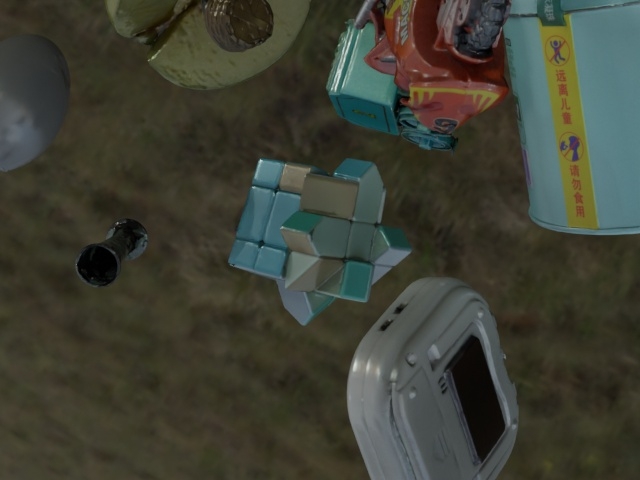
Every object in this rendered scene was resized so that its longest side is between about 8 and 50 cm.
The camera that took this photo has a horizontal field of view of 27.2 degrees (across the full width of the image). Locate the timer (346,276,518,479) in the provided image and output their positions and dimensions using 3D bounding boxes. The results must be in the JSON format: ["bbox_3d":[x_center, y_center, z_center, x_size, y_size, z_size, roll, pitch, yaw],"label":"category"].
[{"bbox_3d":[0.134,0.184,1.481,0.087,0.237,0.262,3,124,38],"label":"timer"}]

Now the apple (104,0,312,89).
[{"bbox_3d":[-0.174,-0.380,1.931,0.295,0.258,0.233,40,-164,-31],"label":"apple"}]

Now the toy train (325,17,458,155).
[{"bbox_3d":[0.093,-0.180,1.538,0.163,0.112,0.203,15,173,8],"label":"toy train"}]

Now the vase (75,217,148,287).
[{"bbox_3d":[-0.270,0.015,1.725,0.059,0.059,0.167,30,-167,-1],"label":"vase"}]

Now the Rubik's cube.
[{"bbox_3d":[0.000,0.000,2.025,0.213,0.265,0.224,13,176,41],"label":"Rubik's cube"}]

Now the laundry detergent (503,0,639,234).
[{"bbox_3d":[0.343,-0.191,1.426,0.287,0.287,0.305,8,113,52],"label":"laundry detergent"}]

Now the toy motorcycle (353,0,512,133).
[{"bbox_3d":[0.096,-0.190,1.147,0.089,0.171,0.298,-5,-160,-11],"label":"toy motorcycle"}]

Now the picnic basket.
[{"bbox_3d":[-0.093,-0.228,1.358,0.072,0.072,0.083,40,162,-32],"label":"picnic basket"}]

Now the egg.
[{"bbox_3d":[-0.500,-0.228,2.158,0.176,0.231,0.176,30,169,7],"label":"egg"}]
